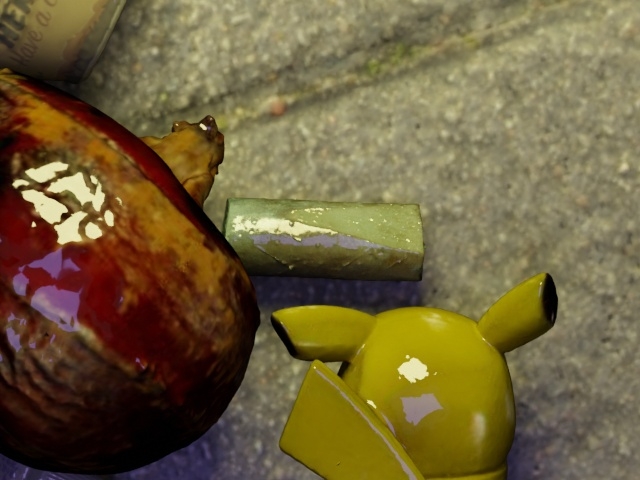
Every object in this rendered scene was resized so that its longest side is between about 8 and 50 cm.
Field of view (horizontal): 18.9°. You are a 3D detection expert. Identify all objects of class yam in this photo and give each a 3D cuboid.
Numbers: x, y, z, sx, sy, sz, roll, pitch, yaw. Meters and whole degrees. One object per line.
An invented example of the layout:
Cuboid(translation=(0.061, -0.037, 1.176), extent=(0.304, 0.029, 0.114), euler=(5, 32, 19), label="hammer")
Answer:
Cuboid(translation=(0.000, 0.000, 1.543), extent=(0.169, 0.068, 0.068), euler=(1, 97, 2), label="yam")

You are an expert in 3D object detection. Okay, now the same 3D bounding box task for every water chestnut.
Cuboid(translation=(-0.187, 0.009, 1.437), extent=(0.350, 0.350, 0.302), euler=(43, 74, -4), label="water chestnut")

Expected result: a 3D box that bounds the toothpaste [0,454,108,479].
Cuboid(translation=(-0.302, 0.164, 1.583), extent=(0.282, 0.068, 0.099), euler=(24, 67, 8), label="toothpaste")

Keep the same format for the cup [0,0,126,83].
Cuboid(translation=(-0.255, -0.266, 1.471), extent=(0.257, 0.227, 0.301), euler=(25, 68, -13), label="cup")

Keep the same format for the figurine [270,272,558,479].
Cuboid(translation=(0.065, 0.175, 1.513), extent=(0.218, 0.169, 0.326), euler=(2, 98, -3), label="figurine")
